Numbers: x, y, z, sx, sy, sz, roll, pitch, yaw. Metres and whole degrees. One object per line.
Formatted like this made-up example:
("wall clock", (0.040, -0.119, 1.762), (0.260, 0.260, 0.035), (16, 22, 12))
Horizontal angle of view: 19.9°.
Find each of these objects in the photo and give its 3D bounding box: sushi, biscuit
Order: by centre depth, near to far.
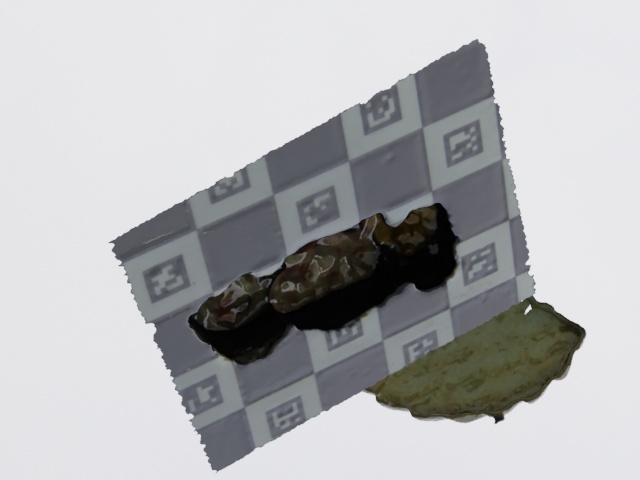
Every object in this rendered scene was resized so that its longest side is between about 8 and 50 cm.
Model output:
("sushi", (0.000, 0.000, 0.975), (0.215, 0.192, 0.050), (-29, -136, -11))
("biscuit", (0.089, 0.073, 1.678), (0.273, 0.036, 0.187), (39, -114, 12))
